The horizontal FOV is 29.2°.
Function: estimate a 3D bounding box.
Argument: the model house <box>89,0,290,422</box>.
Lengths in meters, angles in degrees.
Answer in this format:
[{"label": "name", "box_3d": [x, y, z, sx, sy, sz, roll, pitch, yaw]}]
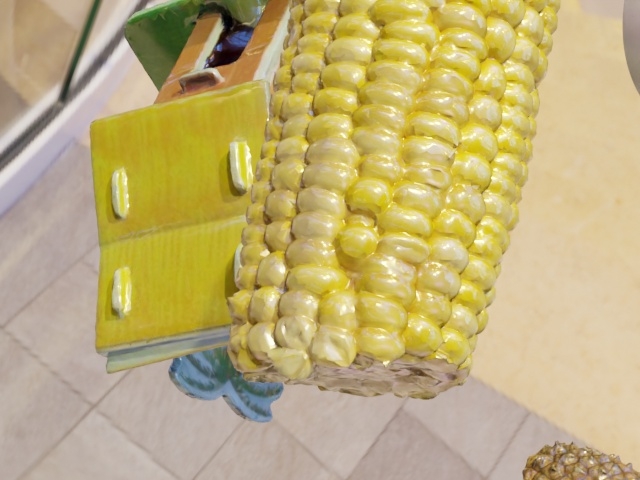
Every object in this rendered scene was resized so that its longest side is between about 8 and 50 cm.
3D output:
[{"label": "model house", "box_3d": [0.000, 0.000, 0.942, 0.340, 0.300, 0.323, 60, 32, -34]}]

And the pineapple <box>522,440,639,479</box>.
[{"label": "pineapple", "box_3d": [0.202, 0.169, 0.746, 0.074, 0.159, 0.074, -9, 101, -52]}]

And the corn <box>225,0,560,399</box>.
[{"label": "corn", "box_3d": [0.032, -0.066, 0.414, 0.093, 0.093, 0.244, 16, 80, -16]}]

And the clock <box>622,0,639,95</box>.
[{"label": "clock", "box_3d": [0.355, -0.191, 0.999, 0.230, 0.230, 0.083, -1, 20, -27]}]
